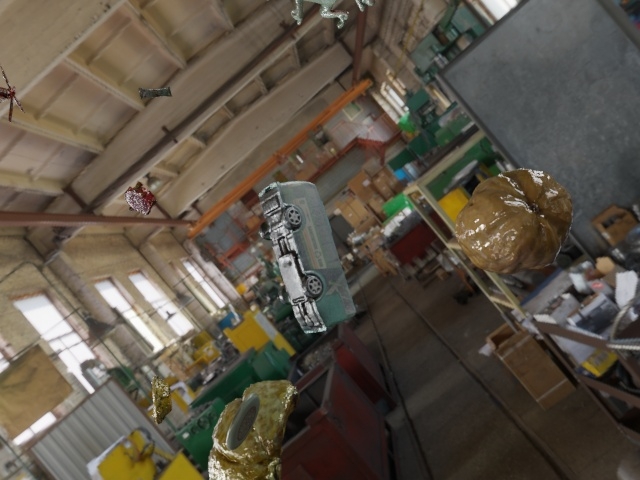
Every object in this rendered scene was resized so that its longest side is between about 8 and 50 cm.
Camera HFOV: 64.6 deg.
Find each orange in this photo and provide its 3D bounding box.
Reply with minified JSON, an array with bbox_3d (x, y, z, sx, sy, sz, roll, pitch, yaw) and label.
[{"bbox_3d":[-0.178,0.542,1.322,0.271,0.210,0.369,44,-126,-84],"label":"orange"}]

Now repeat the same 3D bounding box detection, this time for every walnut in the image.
[{"bbox_3d":[0.540,-0.044,1.442,0.306,0.306,0.344,-40,-17,-12],"label":"walnut"}]

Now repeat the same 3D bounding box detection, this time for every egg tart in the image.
[{"bbox_3d":[-0.430,0.431,1.369,0.052,0.131,0.130,-4,-10,-14],"label":"egg tart"}]

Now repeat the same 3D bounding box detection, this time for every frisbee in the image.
[{"bbox_3d":[-0.145,0.344,0.959,0.110,0.014,0.110,20,-90,-74],"label":"frisbee"}]

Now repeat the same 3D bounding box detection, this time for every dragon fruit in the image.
[{"bbox_3d":[-0.623,-0.150,1.771,0.126,0.112,0.068,102,-168,-50],"label":"dragon fruit"}]

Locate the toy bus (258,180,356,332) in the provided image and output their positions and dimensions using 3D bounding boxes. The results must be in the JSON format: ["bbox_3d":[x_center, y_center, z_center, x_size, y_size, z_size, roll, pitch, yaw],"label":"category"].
[{"bbox_3d":[-0.027,0.025,0.874,0.109,0.262,0.091,-14,-5,-36],"label":"toy bus"}]

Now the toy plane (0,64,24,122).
[{"bbox_3d":[-0.730,-0.321,1.119,0.077,0.126,0.194,-7,30,-13],"label":"toy plane"}]

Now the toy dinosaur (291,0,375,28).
[{"bbox_3d":[-0.025,-0.397,0.674,0.053,0.242,0.167,-23,8,-41],"label":"toy dinosaur"}]

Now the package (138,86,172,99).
[{"bbox_3d":[-0.547,-0.491,1.679,0.110,0.037,0.015,-18,18,-38],"label":"package"}]
